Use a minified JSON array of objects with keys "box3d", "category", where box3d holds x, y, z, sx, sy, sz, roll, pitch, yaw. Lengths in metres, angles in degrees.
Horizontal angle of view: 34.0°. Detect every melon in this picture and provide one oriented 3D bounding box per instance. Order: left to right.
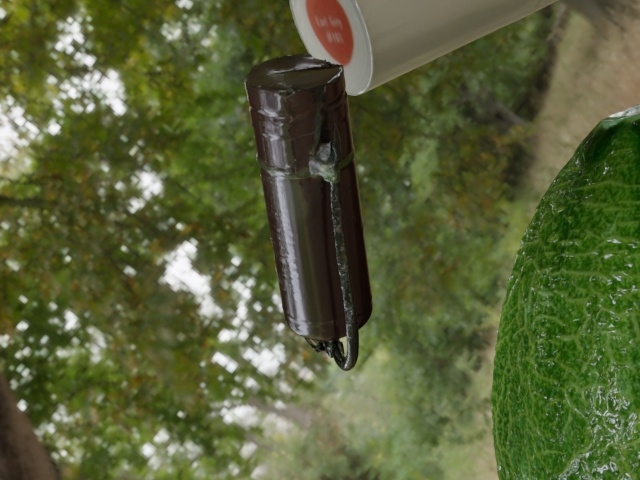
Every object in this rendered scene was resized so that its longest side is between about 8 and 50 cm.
[{"box3d":[0.192,0.075,0.638,0.124,0.324,0.196,-5,-3,-39],"category":"melon"}]

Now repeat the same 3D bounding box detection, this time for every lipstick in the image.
[{"box3d":[0.139,-0.191,0.635,0.326,0.087,0.087,-28,-11,-20],"category":"lipstick"}]

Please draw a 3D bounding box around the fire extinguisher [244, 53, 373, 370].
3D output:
[{"box3d":[0.000,0.000,0.470,0.078,0.045,0.157,-115,16,-59],"category":"fire extinguisher"}]
